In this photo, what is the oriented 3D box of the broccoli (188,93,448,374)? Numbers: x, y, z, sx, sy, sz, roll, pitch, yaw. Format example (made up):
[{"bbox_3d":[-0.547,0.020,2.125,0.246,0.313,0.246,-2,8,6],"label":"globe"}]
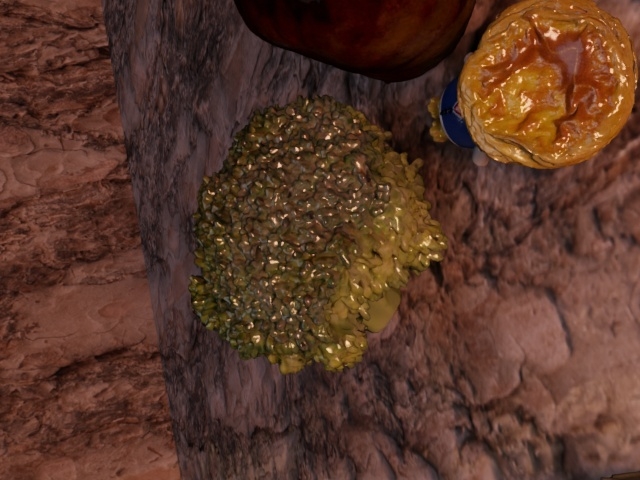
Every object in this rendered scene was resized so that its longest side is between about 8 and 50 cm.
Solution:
[{"bbox_3d":[-0.003,-0.005,0.810,0.288,0.260,0.235,-53,9,-7],"label":"broccoli"}]

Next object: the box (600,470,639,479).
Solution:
[{"bbox_3d":[0.233,0.192,0.534,0.084,0.060,0.063,151,115,-67],"label":"box"}]

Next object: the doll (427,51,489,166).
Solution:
[{"bbox_3d":[0.143,-0.113,0.666,0.143,0.057,0.099,0,95,61],"label":"doll"}]

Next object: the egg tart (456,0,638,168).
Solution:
[{"bbox_3d":[0.164,-0.115,0.576,0.130,0.052,0.131,1,94,24],"label":"egg tart"}]

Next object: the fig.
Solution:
[{"bbox_3d":[0.056,-0.307,0.689,0.217,0.216,0.321,27,100,63],"label":"fig"}]
